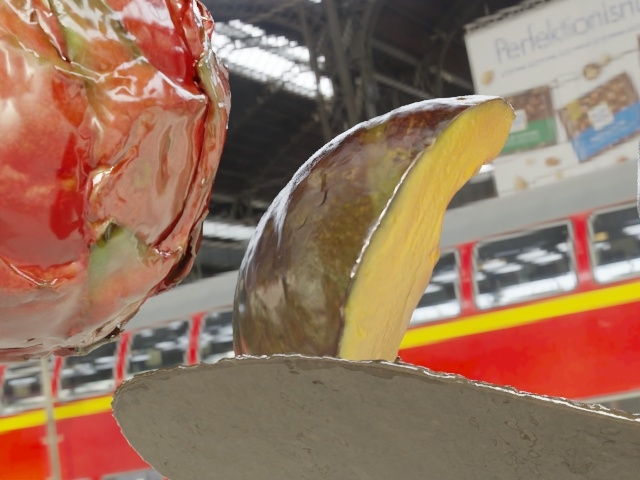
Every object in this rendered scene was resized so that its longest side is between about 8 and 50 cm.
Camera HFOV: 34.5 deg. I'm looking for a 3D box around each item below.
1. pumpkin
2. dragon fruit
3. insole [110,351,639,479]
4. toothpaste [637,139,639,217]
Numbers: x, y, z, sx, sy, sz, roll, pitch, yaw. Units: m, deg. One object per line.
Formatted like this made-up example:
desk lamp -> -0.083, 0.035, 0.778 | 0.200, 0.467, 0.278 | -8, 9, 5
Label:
pumpkin -> 0.000, 0.000, 0.751 | 0.169, 0.312, 0.148 | 22, -10, 29
dragon fruit -> -0.166, -0.077, 0.518 | 0.244, 0.299, 0.244 | -7, 24, 3
insole -> 0.063, 0.083, 0.353 | 0.327, 0.007, 0.111 | 3, -46, 25
toothpaste -> 0.148, -0.106, 0.208 | 0.125, 0.080, 0.371 | -4, -29, -4
